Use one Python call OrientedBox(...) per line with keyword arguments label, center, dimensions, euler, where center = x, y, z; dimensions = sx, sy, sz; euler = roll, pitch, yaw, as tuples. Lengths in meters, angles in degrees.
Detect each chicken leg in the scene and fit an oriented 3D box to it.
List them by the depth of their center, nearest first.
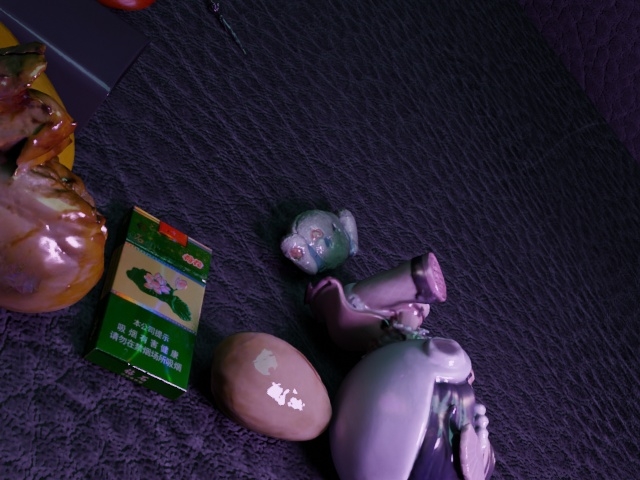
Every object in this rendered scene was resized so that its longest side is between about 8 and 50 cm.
OrientedBox(label="chicken leg", center=(-0.391, -0.097, 0.920), dimensions=(0.409, 0.295, 0.182), euler=(25, 24, -17))

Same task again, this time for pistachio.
OrientedBox(label="pistachio", center=(-0.065, 0.189, 1.139), dimensions=(0.185, 0.126, 0.108), euler=(44, 5, -20))

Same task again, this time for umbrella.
OrientedBox(label="umbrella", center=(-0.175, -0.394, 1.590), dimensions=(0.149, 0.022, 0.022), euler=(55, 12, -9))

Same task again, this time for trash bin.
OrientedBox(label="trash bin", center=(-0.371, -0.272, 1.198), dimensions=(0.225, 0.115, 0.165), euler=(37, 39, -15))

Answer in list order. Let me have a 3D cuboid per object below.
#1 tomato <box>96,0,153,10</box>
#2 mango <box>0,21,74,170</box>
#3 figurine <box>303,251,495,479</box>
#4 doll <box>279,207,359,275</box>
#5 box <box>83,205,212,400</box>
OrientedBox(label="tomato", center=(-0.326, -0.480, 1.279), dimensions=(0.226, 0.298, 0.298), euler=(1, 56, -15))
OrientedBox(label="mango", center=(-0.427, -0.194, 1.049), dimensions=(0.332, 0.142, 0.195), euler=(37, 43, -33))
OrientedBox(label="figurine", center=(0.105, 0.216, 1.235), dimensions=(0.211, 0.253, 0.361), euler=(-11, 50, -4))
OrientedBox(label="doll", center=(0.000, 0.000, 1.409), dimensions=(0.214, 0.071, 0.103), euler=(-22, 85, -61))
OrientedBox(label="box", center=(-0.213, 0.075, 1.138), dimensions=(0.132, 0.034, 0.235), euler=(32, 41, -26))
